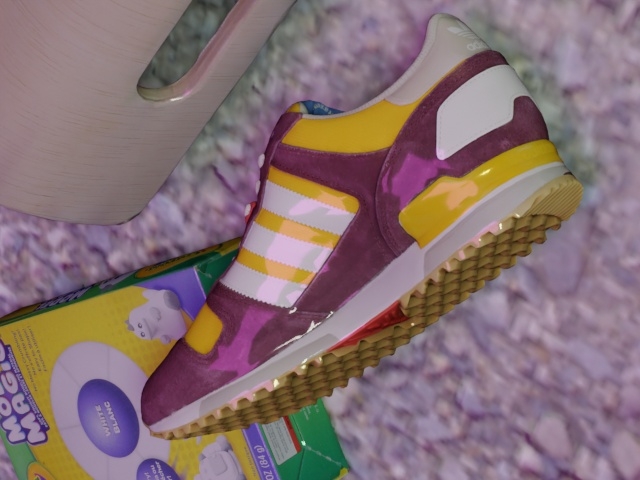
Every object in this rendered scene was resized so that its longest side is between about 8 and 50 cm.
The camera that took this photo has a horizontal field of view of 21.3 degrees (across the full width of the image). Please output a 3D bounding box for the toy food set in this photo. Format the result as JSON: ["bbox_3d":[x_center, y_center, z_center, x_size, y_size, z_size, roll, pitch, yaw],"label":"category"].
[{"bbox_3d":[-0.111,-0.186,0.606,0.306,0.092,0.220,56,134,17],"label":"toy food set"}]

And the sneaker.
[{"bbox_3d":[0.000,0.000,0.589,0.185,0.069,0.084,-35,73,25],"label":"sneaker"}]

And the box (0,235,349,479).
[{"bbox_3d":[-0.081,0.068,0.710,0.179,0.043,0.105,-17,97,44],"label":"box"}]
